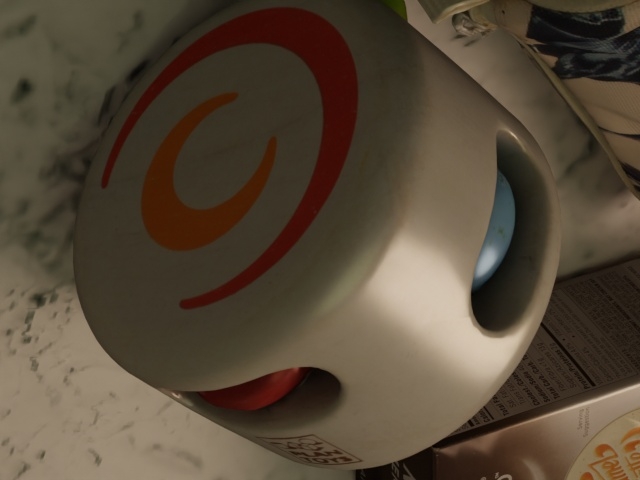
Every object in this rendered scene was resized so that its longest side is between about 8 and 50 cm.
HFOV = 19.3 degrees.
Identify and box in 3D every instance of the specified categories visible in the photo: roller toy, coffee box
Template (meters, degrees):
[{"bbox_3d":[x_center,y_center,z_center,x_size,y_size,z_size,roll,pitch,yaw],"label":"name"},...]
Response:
[{"bbox_3d":[0.000,0.000,0.835,0.209,0.191,0.146,-46,133,9],"label":"roller toy"},{"bbox_3d":[0.149,0.102,1.059,0.246,0.098,0.141,-17,130,-18],"label":"coffee box"}]

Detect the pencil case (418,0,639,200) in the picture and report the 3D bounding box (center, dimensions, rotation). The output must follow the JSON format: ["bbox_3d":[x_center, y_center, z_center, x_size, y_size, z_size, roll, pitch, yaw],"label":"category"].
[{"bbox_3d":[0.180,-0.081,0.846,0.183,0.160,0.410,-28,148,12],"label":"pencil case"}]
